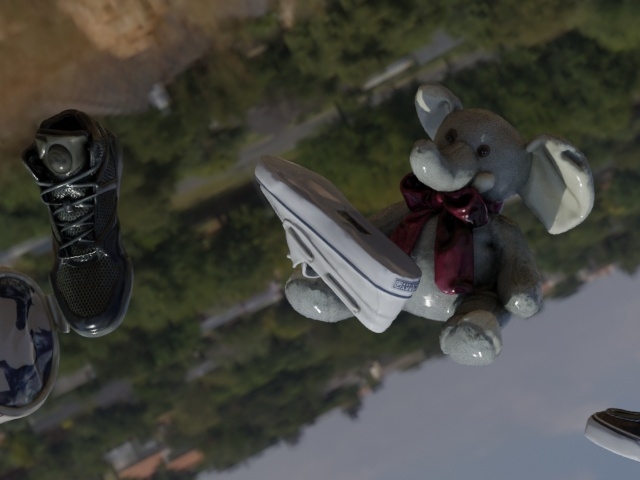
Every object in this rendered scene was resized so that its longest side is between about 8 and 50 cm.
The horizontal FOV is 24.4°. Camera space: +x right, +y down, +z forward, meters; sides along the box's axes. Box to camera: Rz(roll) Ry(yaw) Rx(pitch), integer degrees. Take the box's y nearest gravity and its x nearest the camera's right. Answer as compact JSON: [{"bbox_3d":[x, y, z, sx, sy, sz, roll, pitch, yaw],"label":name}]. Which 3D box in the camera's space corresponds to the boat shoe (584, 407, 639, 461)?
[{"bbox_3d":[0.480,0.236,1.851,0.301,0.102,0.108,10,-173,33],"label":"boat shoe"}]

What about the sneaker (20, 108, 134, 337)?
[{"bbox_3d":[-0.237,-0.025,1.421,0.087,0.227,0.130,-7,159,12],"label":"sneaker"}]

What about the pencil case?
[{"bbox_3d":[-0.468,0.140,1.602,0.410,0.160,0.183,-14,-160,29],"label":"pencil case"}]

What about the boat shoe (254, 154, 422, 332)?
[{"bbox_3d":[0.000,0.000,1.573,0.095,0.258,0.084,9,117,-42],"label":"boat shoe"}]

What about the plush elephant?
[{"bbox_3d":[0.161,-0.037,1.718,0.272,0.255,0.330,18,-155,35],"label":"plush elephant"}]
